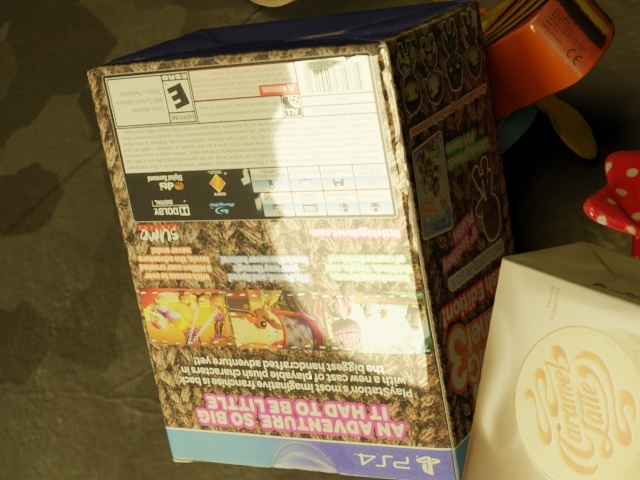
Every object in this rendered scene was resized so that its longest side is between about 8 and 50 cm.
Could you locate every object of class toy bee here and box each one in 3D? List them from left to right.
[{"bbox_3d":[0.112,-0.139,1.077,0.298,0.195,0.162,-2,40,43],"label":"toy bee"}]

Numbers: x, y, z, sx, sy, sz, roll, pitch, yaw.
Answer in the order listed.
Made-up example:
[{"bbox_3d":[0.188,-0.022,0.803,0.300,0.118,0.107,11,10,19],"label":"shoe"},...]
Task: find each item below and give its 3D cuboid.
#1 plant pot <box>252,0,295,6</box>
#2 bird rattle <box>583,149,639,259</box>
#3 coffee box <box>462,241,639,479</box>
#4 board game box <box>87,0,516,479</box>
[{"bbox_3d":[-0.029,-0.334,1.262,0.110,0.237,0.237,-24,45,-26],"label":"plant pot"},{"bbox_3d":[0.308,-0.050,0.939,0.207,0.143,0.253,-47,15,-27],"label":"bird rattle"},{"bbox_3d":[0.169,0.140,0.861,0.141,0.098,0.246,22,110,38],"label":"coffee box"},{"bbox_3d":[0.000,0.000,0.984,0.232,0.141,0.291,0,108,32],"label":"board game box"}]
